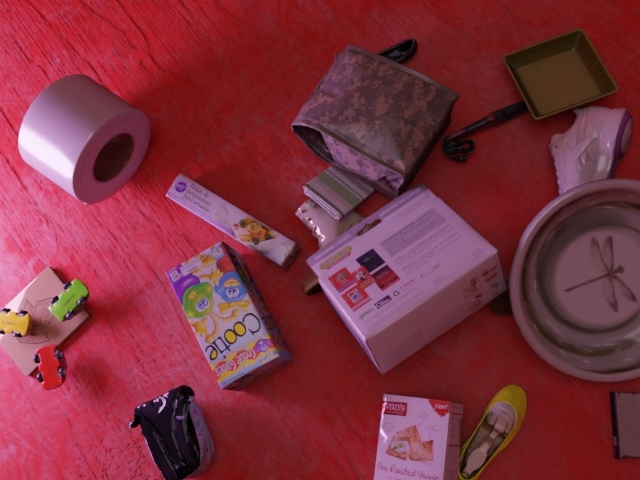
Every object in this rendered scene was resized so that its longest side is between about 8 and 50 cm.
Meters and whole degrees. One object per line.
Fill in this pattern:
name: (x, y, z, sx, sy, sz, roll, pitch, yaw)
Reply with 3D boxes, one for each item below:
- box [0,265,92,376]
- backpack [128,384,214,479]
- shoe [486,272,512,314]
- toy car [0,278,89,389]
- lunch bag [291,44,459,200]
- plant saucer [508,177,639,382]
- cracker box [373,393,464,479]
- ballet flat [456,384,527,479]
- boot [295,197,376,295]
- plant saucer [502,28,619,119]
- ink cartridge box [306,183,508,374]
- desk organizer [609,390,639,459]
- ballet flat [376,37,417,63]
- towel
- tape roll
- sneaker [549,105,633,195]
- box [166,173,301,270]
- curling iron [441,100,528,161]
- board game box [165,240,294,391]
box: (-0.648, 0.185, 1.869, 0.201, 0.021, 0.164, -44, 74, -2)
backpack: (-0.298, 0.411, 1.710, 0.152, 0.115, 0.182, -29, 75, 15)
shoe: (0.441, 0.083, 1.685, 0.219, 0.058, 0.077, -31, 105, 6)
toy car: (-0.597, 0.184, 1.822, 0.239, 0.053, 0.225, 42, 88, 13)
lunch bag: (0.109, -0.262, 1.745, 0.287, 0.169, 0.235, 31, 75, 9)
plant saucer: (0.560, 0.075, 1.600, 0.400, 0.100, 0.401, 0, 98, -1)
cracker box: (0.192, 0.429, 1.614, 0.155, 0.067, 0.232, -1, 75, 36)
ballet flat: (0.341, 0.390, 1.619, 0.077, 0.077, 0.231, 35, 85, 15)
boot: (0.000, 0.000, 1.765, 0.165, 0.077, 0.213, 43, 81, 15)
plant saucer: (0.512, -0.348, 1.747, 0.188, 0.045, 0.188, -19, 62, 2)
ink cartridge box: (0.169, 0.067, 1.644, 0.309, 0.130, 0.272, -33, 45, -6)
desk organizer: (0.603, 0.362, 1.595, 0.050, 0.047, 0.130, -2, 78, 7)
ballet flat: (0.141, -0.409, 1.843, 0.173, 0.049, 0.057, -32, 74, 2)
towel: (0.048, -0.116, 1.777, 0.113, 0.023, 0.152, 41, 54, 14)
tape roll: (-0.524, -0.227, 1.822, 0.169, 0.246, 0.246, 32, 85, 15)
sneaker: (0.539, -0.140, 1.701, 0.152, 0.114, 0.305, 19, 82, 34)
box: (-0.195, -0.042, 1.815, 0.324, 0.067, 0.063, 31, 84, 16)
curling iron: (0.387, -0.254, 1.777, 0.274, 0.035, 0.068, -31, 96, -3)
board game box: (-0.191, 0.164, 1.729, 0.144, 0.142, 0.275, -30, 74, 3)
